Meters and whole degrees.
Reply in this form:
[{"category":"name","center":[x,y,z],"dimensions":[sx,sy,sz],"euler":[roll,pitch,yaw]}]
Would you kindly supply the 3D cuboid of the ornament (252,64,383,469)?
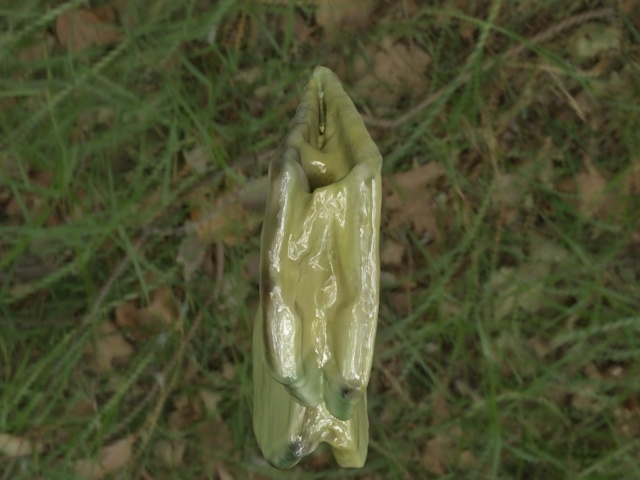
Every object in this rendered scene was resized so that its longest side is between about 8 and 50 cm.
[{"category":"ornament","center":[0.000,0.000,0.587],"dimensions":[0.059,0.180,0.201],"euler":[3,157,-2]}]
